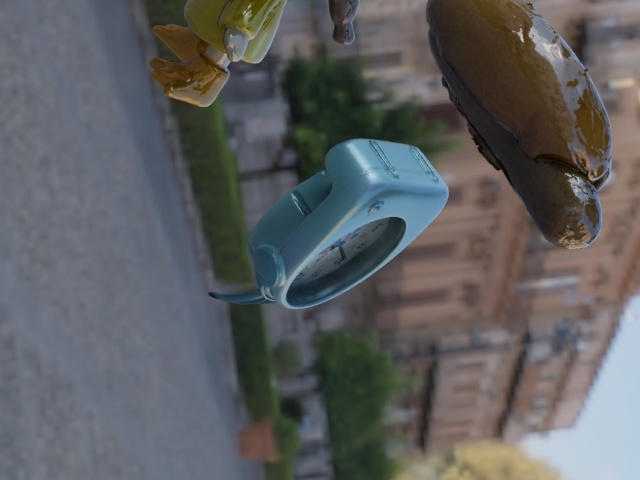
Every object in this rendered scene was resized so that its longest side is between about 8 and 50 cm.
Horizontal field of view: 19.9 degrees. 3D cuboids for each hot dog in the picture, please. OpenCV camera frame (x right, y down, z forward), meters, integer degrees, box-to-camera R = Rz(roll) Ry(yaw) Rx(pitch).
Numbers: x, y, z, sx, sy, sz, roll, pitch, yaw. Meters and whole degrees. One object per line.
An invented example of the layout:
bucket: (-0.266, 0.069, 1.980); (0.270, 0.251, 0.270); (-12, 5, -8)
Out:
hot dog: (0.094, -0.060, 0.843); (0.140, 0.060, 0.090); (54, -3, 12)

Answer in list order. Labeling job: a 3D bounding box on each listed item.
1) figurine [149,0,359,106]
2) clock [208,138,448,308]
figurine: (-0.028, -0.285, 1.719); (0.187, 0.343, 0.215); (27, 26, -35)
clock: (0.001, 0.001, 1.081); (0.045, 0.147, 0.108); (56, 24, 20)
